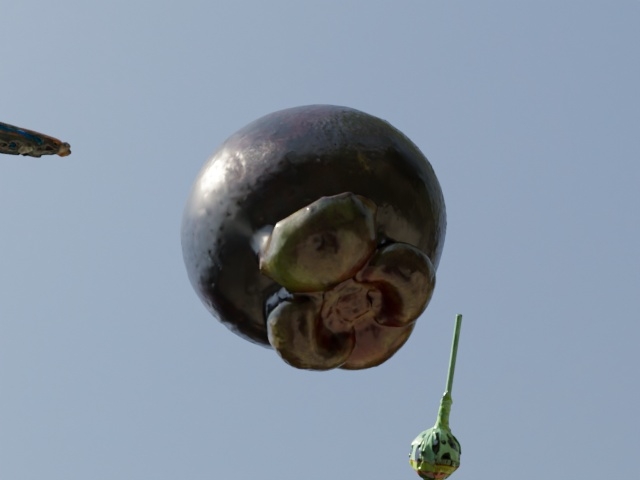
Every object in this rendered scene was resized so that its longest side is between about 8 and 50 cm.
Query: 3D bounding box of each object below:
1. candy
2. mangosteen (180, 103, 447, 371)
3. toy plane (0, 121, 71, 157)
[{"bbox_3d":[0.060,0.077,0.822,0.023,0.025,0.083,6,-88,-19],"label":"candy"},{"bbox_3d":[0.000,0.000,1.226,0.210,0.210,0.209,-11,-54,-16],"label":"mangosteen"},{"bbox_3d":[-0.187,-0.042,0.710,0.188,0.062,0.135,16,-40,-33],"label":"toy plane"}]
